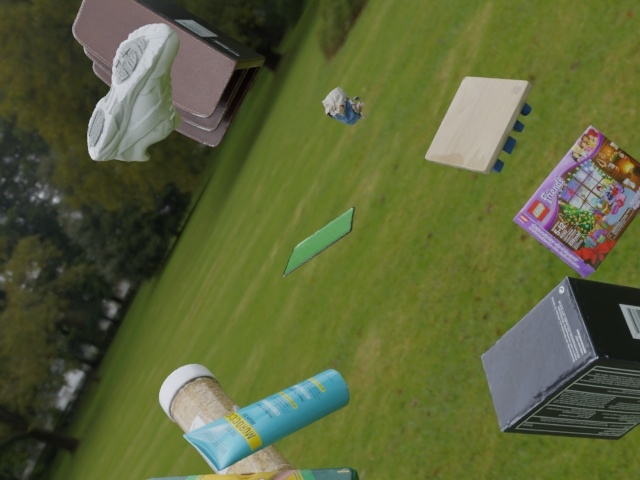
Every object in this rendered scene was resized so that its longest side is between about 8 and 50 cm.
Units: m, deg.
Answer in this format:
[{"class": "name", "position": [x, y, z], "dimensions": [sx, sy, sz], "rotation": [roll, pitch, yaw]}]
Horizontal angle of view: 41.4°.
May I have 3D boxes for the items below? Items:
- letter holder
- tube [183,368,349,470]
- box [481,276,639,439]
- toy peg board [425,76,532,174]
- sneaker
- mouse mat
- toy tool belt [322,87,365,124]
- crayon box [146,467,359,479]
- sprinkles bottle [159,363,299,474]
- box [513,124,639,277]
[{"class": "letter holder", "position": [-0.296, -0.314, 1.548], "dimensions": [0.214, 0.302, 0.152], "rotation": [-60, -6, 20]}, {"class": "tube", "position": [-0.060, 0.222, 1.051], "dimensions": [0.080, 0.207, 0.052], "rotation": [24, 127, 49]}, {"class": "box", "position": [0.516, 0.232, 1.605], "dimensions": [0.294, 0.296, 0.182], "rotation": [124, 147, -43]}, {"class": "toy peg board", "position": [0.282, -0.181, 1.416], "dimensions": [0.161, 0.079, 0.161], "rotation": [23, 86, 58]}, {"class": "sneaker", "position": [-0.242, -0.204, 1.199], "dimensions": [0.232, 0.115, 0.090], "rotation": [-52, 46, 34]}, {"class": "mouse mat", "position": [0.000, 0.000, 1.575], "dimensions": [0.153, 0.007, 0.189], "rotation": [-34, 10, 13]}, {"class": "toy tool belt", "position": [0.045, -0.205, 1.348], "dimensions": [0.052, 0.083, 0.051], "rotation": [-47, 54, 23]}, {"class": "crayon box", "position": [-0.093, 0.365, 1.003], "dimensions": [0.165, 0.278, 0.081], "rotation": [-77, -24, -55]}, {"class": "sprinkles bottle", "position": [-0.178, 0.379, 1.619], "dimensions": [0.355, 0.121, 0.121], "rotation": [37, 100, 43]}, {"class": "box", "position": [0.588, -0.089, 1.858], "dimensions": [0.293, 0.201, 0.057], "rotation": [-48, -8, -22]}]
